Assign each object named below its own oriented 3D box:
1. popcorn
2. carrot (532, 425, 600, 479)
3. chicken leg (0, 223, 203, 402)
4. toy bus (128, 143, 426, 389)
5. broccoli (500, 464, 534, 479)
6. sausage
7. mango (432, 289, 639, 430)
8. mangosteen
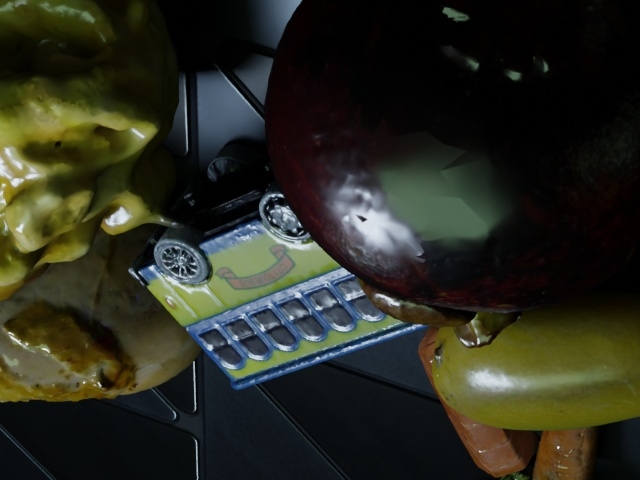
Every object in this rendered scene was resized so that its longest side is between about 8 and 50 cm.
[{"bbox_3d":[-0.222,-0.086,1.500,0.281,0.297,0.316,34,110,-3],"label":"popcorn"},{"bbox_3d":[0.226,0.129,1.632,0.057,0.057,0.224,17,131,15],"label":"carrot"},{"bbox_3d":[-0.305,0.040,1.666,0.295,0.409,0.182,69,167,-7],"label":"chicken leg"},{"bbox_3d":[0.000,0.000,1.565,0.288,0.138,0.175,-21,116,42],"label":"toy bus"},{"bbox_3d":[0.202,0.270,1.725,0.131,0.130,0.120,46,164,12],"label":"broccoli"},{"bbox_3d":[0.134,0.131,1.670,0.065,0.065,0.169,-7,125,35],"label":"sausage"},{"bbox_3d":[0.210,0.097,1.495,0.251,0.114,0.156,2,162,27],"label":"mango"},{"bbox_3d":[0.112,-0.082,1.319,0.297,0.297,0.293,20,172,13],"label":"mangosteen"}]
